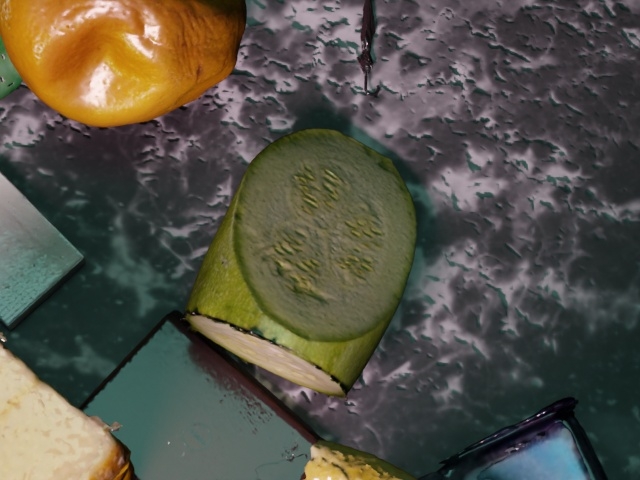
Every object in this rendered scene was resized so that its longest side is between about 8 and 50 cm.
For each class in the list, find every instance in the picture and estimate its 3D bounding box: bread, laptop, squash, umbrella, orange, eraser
[{"bbox_3d":[-0.314,0.239,1.595,0.207,0.279,0.279,37,72,6],"label":"bread"},{"bbox_3d":[-0.115,0.186,1.757,0.207,0.026,0.154,40,77,9],"label":"laptop"},{"bbox_3d":[0.000,0.000,1.734,0.189,0.189,0.260,26,76,4],"label":"squash"},{"bbox_3d":[0.047,-0.205,1.888,0.022,0.013,0.122,2,72,-16],"label":"umbrella"},{"bbox_3d":[-0.201,-0.215,1.777,0.249,0.249,0.183,36,116,7],"label":"orange"},{"bbox_3d":[-0.316,0.000,1.797,0.104,0.023,0.150,-43,81,-14],"label":"eraser"}]

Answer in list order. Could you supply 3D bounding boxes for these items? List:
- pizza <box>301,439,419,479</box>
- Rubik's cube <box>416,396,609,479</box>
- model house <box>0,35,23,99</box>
[{"bbox_3d":[0.089,0.293,1.318,0.258,0.087,0.268,8,78,12],"label":"pizza"},{"bbox_3d":[0.135,0.379,1.510,0.363,0.362,0.359,-27,76,5],"label":"Rubik's cube"},{"bbox_3d":[-0.392,-0.163,1.805,0.167,0.117,0.088,-40,64,-12],"label":"model house"}]
